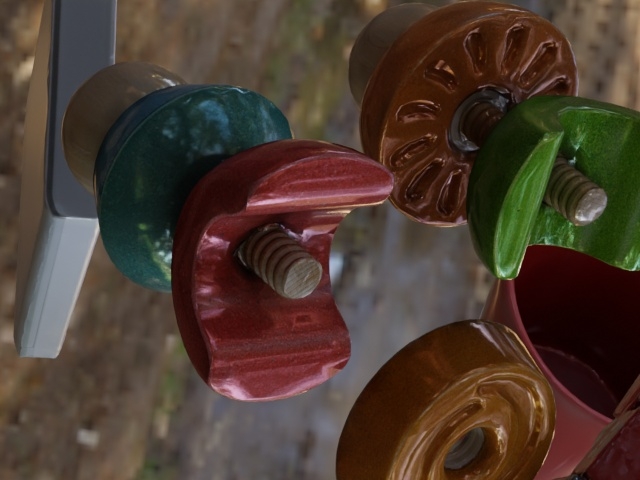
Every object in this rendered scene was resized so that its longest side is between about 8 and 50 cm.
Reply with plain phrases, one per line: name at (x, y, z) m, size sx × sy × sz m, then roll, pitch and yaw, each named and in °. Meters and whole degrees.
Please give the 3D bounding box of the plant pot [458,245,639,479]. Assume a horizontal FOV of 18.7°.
plant pot at (0.258, 0.127, 1.879) m, size 0.243 × 0.275 × 0.275 m, roll 120°, pitch -7°, yaw -52°

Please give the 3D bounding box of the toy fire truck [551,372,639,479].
toy fire truck at (0.156, 0.080, 0.891) m, size 0.192 × 0.047 × 0.135 m, roll -48°, pitch 179°, yaw -11°

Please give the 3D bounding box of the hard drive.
hard drive at (-0.174, -0.059, 1.309) m, size 0.307 × 0.040 × 0.203 m, roll 122°, pitch -30°, yaw -68°

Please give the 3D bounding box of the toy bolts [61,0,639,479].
toy bolts at (0.000, 0.000, 0.804) m, size 0.228 × 0.158 × 0.218 m, roll 1°, pitch 117°, yaw -38°
